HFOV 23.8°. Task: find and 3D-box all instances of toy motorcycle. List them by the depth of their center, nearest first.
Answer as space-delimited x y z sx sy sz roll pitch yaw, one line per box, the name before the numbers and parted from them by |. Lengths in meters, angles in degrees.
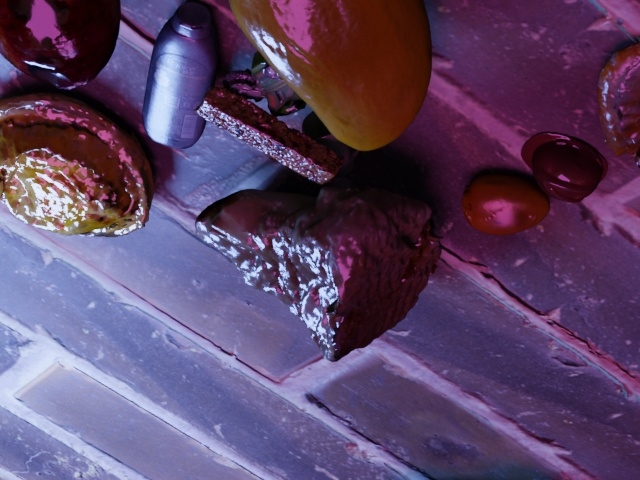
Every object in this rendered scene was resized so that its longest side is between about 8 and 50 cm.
toy motorcycle | -0.034 -0.208 1.881 0.106 0.074 0.190 32 140 -31

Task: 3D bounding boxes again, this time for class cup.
cup | 0.022 -0.129 1.972 0.075 0.054 0.083 -22 137 2

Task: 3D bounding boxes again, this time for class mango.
mango | 0.024 -0.254 1.726 0.195 0.142 0.331 -31 122 18
mango | 0.240 -0.047 1.968 0.114 0.060 0.080 12 126 11

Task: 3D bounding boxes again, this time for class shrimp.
shrimp | 0.391 -0.154 1.782 0.132 0.051 0.187 8 138 14

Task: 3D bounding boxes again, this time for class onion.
onion | -0.341 -0.286 1.768 0.219 0.252 0.252 -28 137 -11

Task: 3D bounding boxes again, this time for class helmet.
helmet | 0.301 -0.080 1.905 0.111 0.057 0.089 24 144 -7

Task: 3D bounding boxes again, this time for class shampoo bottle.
shampoo bottle | -0.179 -0.210 1.950 0.087 0.049 0.233 17 142 -1

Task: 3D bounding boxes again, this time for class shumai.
shumai | -0.002 -0.003 2.061 0.283 0.217 0.346 40 166 23

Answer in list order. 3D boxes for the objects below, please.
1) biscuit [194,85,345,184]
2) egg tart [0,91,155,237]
biscuit | -0.063 -0.133 1.929 0.199 0.034 0.064 30 160 -8
egg tart | -0.372 -0.084 2.139 0.291 0.107 0.290 12 141 10
